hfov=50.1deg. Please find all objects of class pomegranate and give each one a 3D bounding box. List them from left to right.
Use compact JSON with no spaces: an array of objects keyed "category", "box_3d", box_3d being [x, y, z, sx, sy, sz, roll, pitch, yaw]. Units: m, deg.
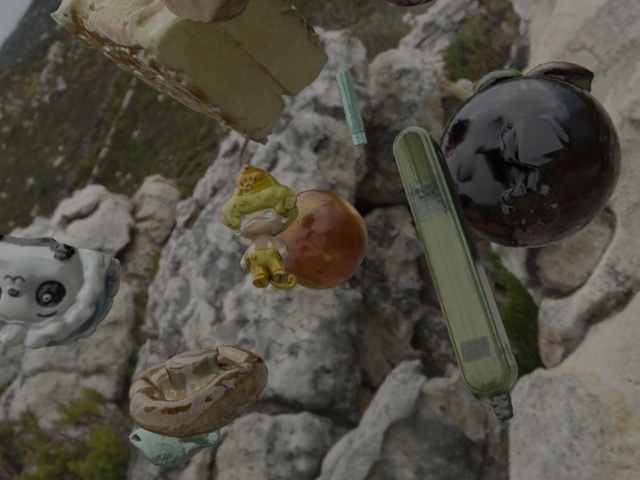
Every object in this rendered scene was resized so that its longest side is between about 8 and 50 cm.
[{"category":"pomegranate","box_3d":[0.000,0.000,1.781,0.264,0.264,0.264,-40,33,33]}]

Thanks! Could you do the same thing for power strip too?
[{"category":"power strip","box_3d":[0.173,0.038,0.879,0.066,0.092,0.387,-22,72,21]}]

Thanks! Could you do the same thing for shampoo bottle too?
[{"category":"shampoo bottle","box_3d":[0.079,-0.337,1.756,0.041,0.190,0.069,-14,2,4]}]

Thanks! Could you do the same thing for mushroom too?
[{"category":"mushroom","box_3d":[-0.231,0.274,1.256,0.278,0.146,0.278,-13,13,3]}]

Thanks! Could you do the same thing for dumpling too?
[{"category":"dumpling","box_3d":[-0.315,0.443,1.498,0.219,0.153,0.108,2,71,30]}]

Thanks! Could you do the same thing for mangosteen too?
[{"category":"mangosteen","box_3d":[0.332,-0.138,1.121,0.311,0.311,0.311,-40,33,33]}]

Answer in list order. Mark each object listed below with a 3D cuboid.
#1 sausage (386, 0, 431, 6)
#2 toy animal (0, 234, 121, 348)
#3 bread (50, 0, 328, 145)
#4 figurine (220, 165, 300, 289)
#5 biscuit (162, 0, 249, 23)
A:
[{"category":"sausage","box_3d":[0.046,-0.161,0.373,0.059,0.054,0.094,-25,-4,8]},{"category":"toy animal","box_3d":[-0.402,0.075,0.969,0.204,0.208,0.155,137,141,-81]},{"category":"bread","box_3d":[-0.243,-0.414,1.331,0.390,0.371,0.279,31,89,32]},{"category":"figurine","box_3d":[-0.105,-0.027,1.268,0.156,0.131,0.246,-12,59,8]},{"category":"biscuit","box_3d":[-0.086,-0.376,0.504,0.365,0.385,0.062,-9,17,44]}]
